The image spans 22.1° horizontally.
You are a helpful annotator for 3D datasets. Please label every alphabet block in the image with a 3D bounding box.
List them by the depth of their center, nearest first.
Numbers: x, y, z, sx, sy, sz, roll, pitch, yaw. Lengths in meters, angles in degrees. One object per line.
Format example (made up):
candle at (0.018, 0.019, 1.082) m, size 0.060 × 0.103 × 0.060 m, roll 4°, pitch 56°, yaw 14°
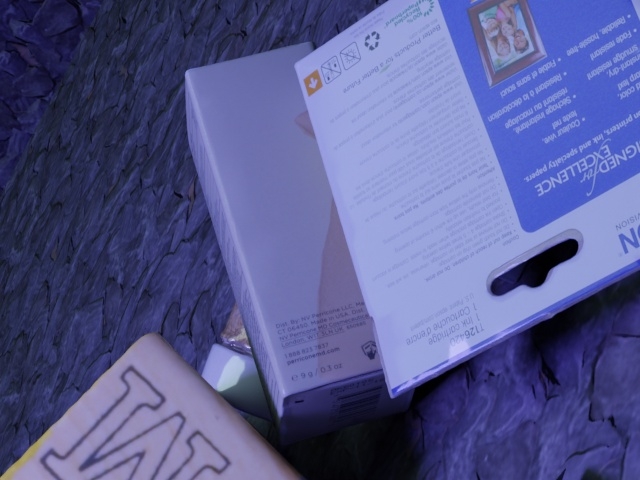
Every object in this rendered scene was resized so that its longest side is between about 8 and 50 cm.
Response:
alphabet block at (-0.122, 0.230, 1.396) m, size 0.193 × 0.192 × 0.197 m, roll -44°, pitch 65°, yaw -8°

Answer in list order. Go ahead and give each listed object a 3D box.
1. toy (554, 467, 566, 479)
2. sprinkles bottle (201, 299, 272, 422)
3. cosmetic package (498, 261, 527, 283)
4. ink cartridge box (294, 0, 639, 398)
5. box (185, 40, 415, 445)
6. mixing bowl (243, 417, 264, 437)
toy at (0.094, 0.223, 1.065) m, size 0.237 × 0.056 × 0.137 m, roll -7°, pitch -60°, yaw -67°
sprinkles bottle at (0.000, 0.000, 1.577) m, size 0.121 × 0.121 × 0.355 m, roll 15°, pitch 83°, yaw 68°
cosmetic package at (0.159, -0.095, 1.355) m, size 0.231 × 0.085 × 0.117 m, roll -63°, pitch 23°, yaw 8°
ink cartridge box at (0.141, -0.076, 1.247) m, size 0.304 × 0.072 × 0.307 m, roll -31°, pitch 65°, yaw 30°
box at (-0.021, 0.001, 1.417) m, size 0.148 × 0.121 × 0.311 m, roll 96°, pitch 158°, yaw -67°
mixing bowl at (-0.104, 0.241, 1.612) m, size 0.181 × 0.098 × 0.181 m, roll -50°, pitch 31°, yaw 46°
